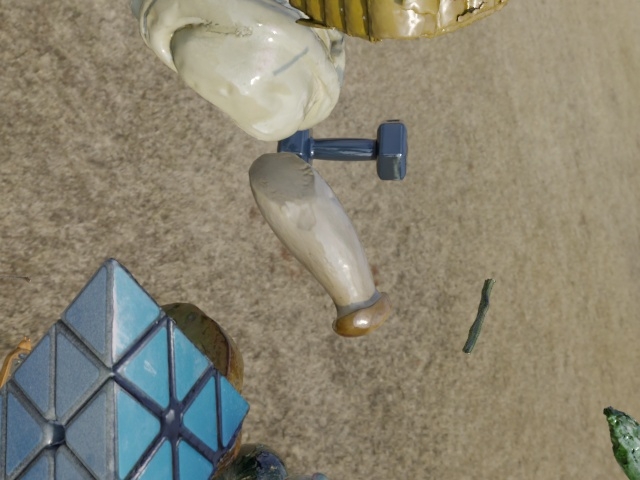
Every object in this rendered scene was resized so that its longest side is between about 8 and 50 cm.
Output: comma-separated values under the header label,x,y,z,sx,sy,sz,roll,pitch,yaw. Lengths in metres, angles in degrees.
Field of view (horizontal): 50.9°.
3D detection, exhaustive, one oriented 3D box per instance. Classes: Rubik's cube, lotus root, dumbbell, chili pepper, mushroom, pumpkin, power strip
label,x,y,z,sx,sy,sz,roll,pitch,yaw
Rubik's cube,-0.204,0.190,0.678,0.233,0.229,0.228,43,70,-5
lotus root,-0.298,0.305,1.225,0.390,0.374,0.111,-56,145,-24
dumbbell,0.055,-0.222,1.634,0.156,0.316,0.144,83,12,-46
chili pepper,0.346,0.246,0.641,0.059,0.088,0.227,-39,91,-23
mushroom,0.000,0.000,1.121,0.350,0.128,0.128,60,34,-1
pumpkin,-0.141,0.508,1.362,0.146,0.190,0.190,36,47,-41
power strip,-0.586,0.270,1.280,0.049,0.028,0.178,24,68,-34

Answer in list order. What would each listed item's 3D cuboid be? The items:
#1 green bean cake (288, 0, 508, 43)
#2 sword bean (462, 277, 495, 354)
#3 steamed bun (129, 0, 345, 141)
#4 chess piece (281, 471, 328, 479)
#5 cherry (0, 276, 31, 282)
label,x,y,z,sx,sy,sz,roll,pitch,yaw
green bean cake,0.090,-0.297,0.678,0.224,0.229,0.131,-27,127,-22
sword bean,0.144,0.069,0.609,0.012,0.012,0.083,48,53,-32
steamed bun,-0.098,-0.336,1.065,0.339,0.247,0.352,47,16,12
chess piece,-0.077,0.409,0.959,0.139,0.272,0.139,31,29,-19
cherry,-0.767,0.102,1.473,0.148,0.188,0.115,78,17,-64
